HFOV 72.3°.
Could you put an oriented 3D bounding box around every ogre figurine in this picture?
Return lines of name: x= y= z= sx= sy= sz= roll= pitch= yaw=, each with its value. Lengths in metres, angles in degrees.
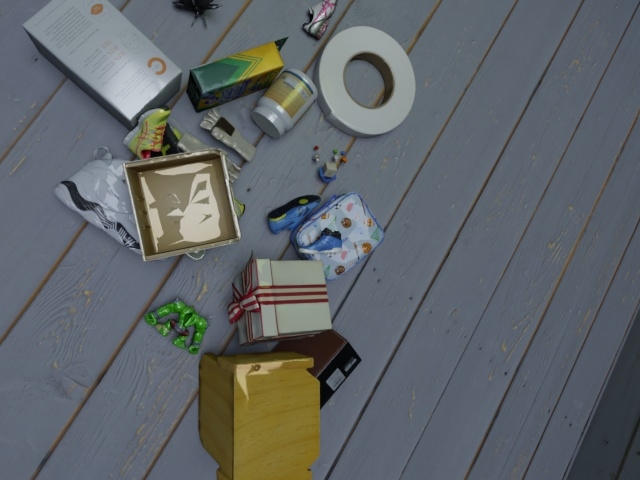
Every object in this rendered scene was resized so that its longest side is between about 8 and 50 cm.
ogre figurine: x=-0.430 y=0.261 z=1.363 sx=0.197 sy=0.097 sz=0.118 roll=44 pitch=87 yaw=-3

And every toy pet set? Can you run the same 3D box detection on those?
toy pet set: x=0.030 y=-0.267 z=1.563 sx=0.122 sy=0.065 sz=0.114 roll=7 pitch=52 yaw=-23

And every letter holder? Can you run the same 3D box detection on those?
letter holder: x=-0.051 y=0.431 z=1.484 sx=0.302 sy=0.214 sz=0.152 roll=-46 pitch=136 yaw=-15

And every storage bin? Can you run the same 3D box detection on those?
storage bin: x=-0.372 y=-0.099 z=1.218 sx=0.260 sy=0.123 sz=0.262 roll=-11 pitch=93 yaw=-8

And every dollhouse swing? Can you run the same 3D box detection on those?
dollhouse swing: x=-0.198 y=0.505 z=1.330 sx=0.315 sy=0.305 sz=0.347 roll=0 pitch=89 yaw=-19

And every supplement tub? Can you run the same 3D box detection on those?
supplement tub: x=-0.120 y=-0.452 z=1.451 sx=0.144 sy=0.144 sz=0.200 roll=41 pitch=77 yaw=-15

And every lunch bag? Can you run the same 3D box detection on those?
lunch bag: x=0.061 y=-0.023 z=1.533 sx=0.303 sy=0.115 sz=0.243 roll=-38 pitch=99 yaw=-15

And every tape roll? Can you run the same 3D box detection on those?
tape roll: x=0.163 y=-0.571 z=1.594 sx=0.392 sy=0.072 sz=0.392 roll=0 pitch=89 yaw=-21

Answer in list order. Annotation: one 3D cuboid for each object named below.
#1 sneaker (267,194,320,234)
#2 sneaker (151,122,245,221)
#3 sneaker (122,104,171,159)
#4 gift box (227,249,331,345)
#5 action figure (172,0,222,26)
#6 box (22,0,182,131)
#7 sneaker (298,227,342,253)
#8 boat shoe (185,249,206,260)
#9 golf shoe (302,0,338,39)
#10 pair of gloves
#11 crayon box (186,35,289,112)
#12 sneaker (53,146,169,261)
sneaker: x=-0.086 y=-0.090 z=1.512 sx=0.209 sy=0.069 sz=0.082 roll=-30 pitch=128 yaw=-24
sneaker: x=-0.389 y=-0.198 z=1.379 sx=0.385 sy=0.145 sz=0.147 roll=58 pitch=38 yaw=-5
sneaker: x=-0.484 y=-0.309 z=1.273 sx=0.094 sy=0.208 sz=0.081 roll=54 pitch=37 yaw=-4
gift box: x=-0.146 y=0.179 z=1.372 sx=0.258 sy=0.255 sz=0.276 roll=0 pitch=66 yaw=-29
action figure: x=-0.381 y=-0.820 z=1.352 sx=0.164 sy=0.276 sz=0.141 roll=9 pitch=47 yaw=4
box: x=-0.607 y=-0.517 z=1.264 sx=0.345 sy=0.168 sz=0.215 roll=43 pitch=76 yaw=-14
sneaker: x=0.000 y=0.000 z=1.426 sx=0.152 sy=0.058 sz=0.085 roll=-2 pitch=93 yaw=-20
boat shoe: x=-0.433 y=-0.040 z=1.375 sx=0.081 sy=0.068 sz=0.228 roll=-32 pitch=100 yaw=-15
golf shoe: x=0.004 y=-0.807 z=1.539 sx=0.086 sy=0.067 sz=0.186 roll=26 pitch=81 yaw=-16
pair of gloves: x=-0.312 y=-0.294 z=1.371 sx=0.204 sy=0.042 sz=0.240 roll=42 pitch=42 yaw=-16
crayon box: x=-0.248 y=-0.516 z=1.374 sx=0.323 sy=0.203 sz=0.083 roll=-28 pitch=99 yaw=-18
sneaker: x=-0.561 y=-0.106 z=1.293 sx=0.366 sy=0.137 sz=0.210 roll=38 pitch=80 yaw=-13
